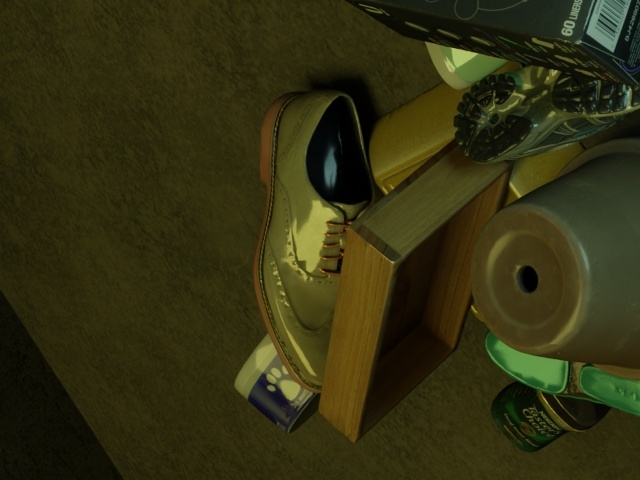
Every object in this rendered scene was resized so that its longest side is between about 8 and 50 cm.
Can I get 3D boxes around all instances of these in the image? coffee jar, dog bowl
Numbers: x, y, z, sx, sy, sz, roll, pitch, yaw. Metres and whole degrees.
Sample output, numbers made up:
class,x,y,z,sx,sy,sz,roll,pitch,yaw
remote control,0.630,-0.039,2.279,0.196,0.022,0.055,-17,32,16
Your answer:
class,x,y,z,sx,sy,sz,roll,pitch,yaw
coffee jar,0.306,0.216,1.952,0.096,0.079,0.184,48,152,1
dog bowl,0.003,0.144,2.098,0.104,0.265,0.265,41,151,9

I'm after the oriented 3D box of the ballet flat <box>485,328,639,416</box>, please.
class,x,y,z,sx,sy,sz,roll,pitch,yaw
ballet flat,0.325,0.154,1.829,0.247,0.087,0.083,18,113,31

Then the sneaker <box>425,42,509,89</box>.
class,x,y,z,sx,sy,sz,roll,pitch,yaw
sneaker,0.152,-0.303,1.543,0.151,0.094,0.256,-27,87,36

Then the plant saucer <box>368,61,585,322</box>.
class,x,y,z,sx,sy,sz,roll,pitch,yaw
plant saucer,0.210,-0.032,1.783,0.333,0.081,0.333,53,151,-7

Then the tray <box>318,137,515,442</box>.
class,x,y,z,sx,sy,sz,roll,pitch,yaw
tray,0.103,0.063,1.749,0.076,0.203,0.411,40,151,19

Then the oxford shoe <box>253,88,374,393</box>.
class,x,y,z,sx,sy,sz,roll,pitch,yaw
oxford shoe,0.000,0.000,1.893,0.146,0.140,0.397,-6,91,64

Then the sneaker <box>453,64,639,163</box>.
class,x,y,z,sx,sy,sz,roll,pitch,yaw
sneaker,0.275,-0.161,1.523,0.283,0.122,0.110,-20,77,41

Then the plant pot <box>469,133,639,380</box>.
class,x,y,z,sx,sy,sz,roll,pitch,yaw
plant pot,0.277,0.024,1.499,0.263,0.229,0.263,7,100,47

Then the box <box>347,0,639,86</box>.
class,x,y,z,sx,sy,sz,roll,pitch,yaw
box,0.175,-0.262,1.379,0.270,0.165,0.143,18,179,35
